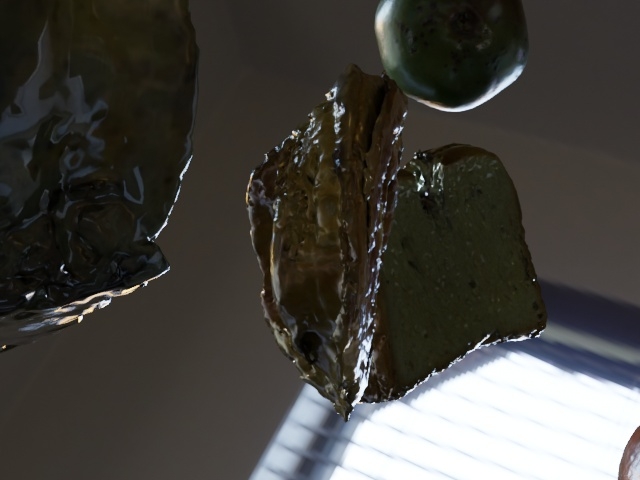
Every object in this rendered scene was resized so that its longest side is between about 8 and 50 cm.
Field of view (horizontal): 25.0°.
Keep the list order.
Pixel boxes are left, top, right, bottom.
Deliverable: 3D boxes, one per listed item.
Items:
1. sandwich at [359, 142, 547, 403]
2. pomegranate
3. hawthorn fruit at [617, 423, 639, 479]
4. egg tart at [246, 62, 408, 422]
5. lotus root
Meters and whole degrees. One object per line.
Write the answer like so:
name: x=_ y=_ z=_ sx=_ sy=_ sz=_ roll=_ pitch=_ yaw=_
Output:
sandwich: x=0.120 y=0.024 z=1.620 sx=0.095 sy=0.273 sz=0.249 roll=-8 pitch=-82 yaw=48
pomegranate: x=0.148 y=-0.241 z=1.694 sx=0.181 sy=0.181 sz=0.224 roll=34 pitch=3 yaw=-8
hawthorn fruit: x=0.463 y=0.280 z=1.569 sx=0.284 sy=0.284 sz=0.284 roll=22 pitch=-29 yaw=13
egg tart: x=0.000 y=0.000 z=1.190 sx=0.132 sy=0.297 sz=0.297 roll=3 pitch=-32 yaw=2
lotus root: x=-0.179 y=-0.076 z=0.556 sx=0.267 sy=0.149 sz=0.260 roll=-5 pitch=-87 yaw=52
